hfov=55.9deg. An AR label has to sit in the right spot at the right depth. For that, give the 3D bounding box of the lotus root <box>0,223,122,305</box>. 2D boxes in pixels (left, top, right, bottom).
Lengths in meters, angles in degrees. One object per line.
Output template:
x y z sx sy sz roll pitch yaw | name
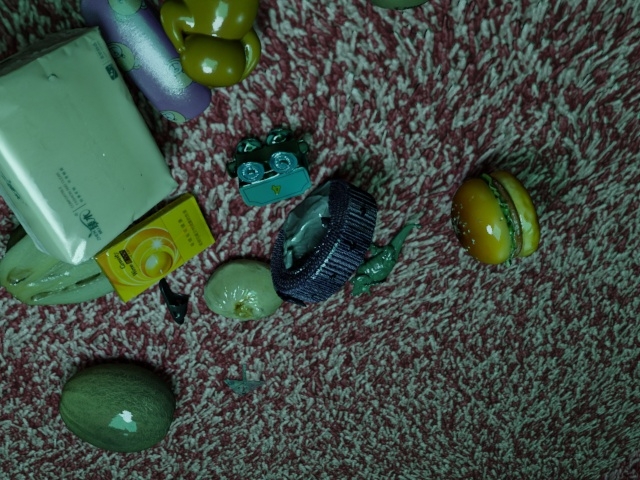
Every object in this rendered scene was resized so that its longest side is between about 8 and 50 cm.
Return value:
-0.631 0.042 1.462 0.260 0.149 0.267 -30 134 13 | lotus root

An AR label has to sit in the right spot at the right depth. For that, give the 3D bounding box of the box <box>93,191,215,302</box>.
-0.395 0.016 1.452 0.269 0.043 0.152 -37 130 -22 | box

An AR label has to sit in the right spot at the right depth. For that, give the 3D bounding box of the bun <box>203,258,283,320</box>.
-0.200 0.150 1.611 0.223 0.127 0.222 -5 128 -7 | bun

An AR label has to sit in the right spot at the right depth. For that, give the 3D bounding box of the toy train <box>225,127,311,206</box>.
-0.112 -0.165 1.401 0.198 0.107 0.154 -16 135 5 | toy train

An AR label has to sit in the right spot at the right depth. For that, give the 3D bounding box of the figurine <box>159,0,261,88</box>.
-0.197 -0.416 1.129 0.215 0.215 0.228 17 127 -19 | figurine

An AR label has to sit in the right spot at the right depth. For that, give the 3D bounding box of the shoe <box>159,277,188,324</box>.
-0.389 0.164 1.641 0.053 0.062 0.159 -18 124 3 | shoe

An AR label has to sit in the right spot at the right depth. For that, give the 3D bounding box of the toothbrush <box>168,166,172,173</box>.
-0.491 -0.170 1.396 0.288 0.024 0.021 4 124 -8 | toothbrush

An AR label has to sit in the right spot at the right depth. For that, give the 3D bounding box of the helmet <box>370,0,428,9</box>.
0.172 -0.519 1.141 0.258 0.204 0.137 -18 164 2 | helmet

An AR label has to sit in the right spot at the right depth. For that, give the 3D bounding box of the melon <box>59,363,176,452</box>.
-0.581 0.480 1.742 0.329 0.248 0.248 17 123 -15 | melon

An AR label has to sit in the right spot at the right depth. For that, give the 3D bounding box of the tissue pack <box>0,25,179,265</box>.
-0.500 -0.186 1.191 0.207 0.297 0.380 14 138 40 | tissue pack

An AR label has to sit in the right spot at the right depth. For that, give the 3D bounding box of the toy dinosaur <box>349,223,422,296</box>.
0.154 0.046 1.613 0.120 0.079 0.292 9 128 -21 | toy dinosaur

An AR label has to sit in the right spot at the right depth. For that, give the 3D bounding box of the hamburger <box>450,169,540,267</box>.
0.411 -0.045 1.475 0.170 0.246 0.246 -17 128 -5 | hamburger

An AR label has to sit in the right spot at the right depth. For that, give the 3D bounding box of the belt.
0.000 0.000 1.441 0.122 0.260 0.325 23 121 -29 | belt

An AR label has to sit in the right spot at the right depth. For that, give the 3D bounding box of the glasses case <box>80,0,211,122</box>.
-0.345 -0.378 1.220 0.123 0.075 0.316 -27 126 14 | glasses case

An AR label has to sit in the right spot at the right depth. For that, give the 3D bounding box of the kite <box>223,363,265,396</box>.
-0.238 0.443 1.906 0.137 0.005 0.152 7 126 -16 | kite
